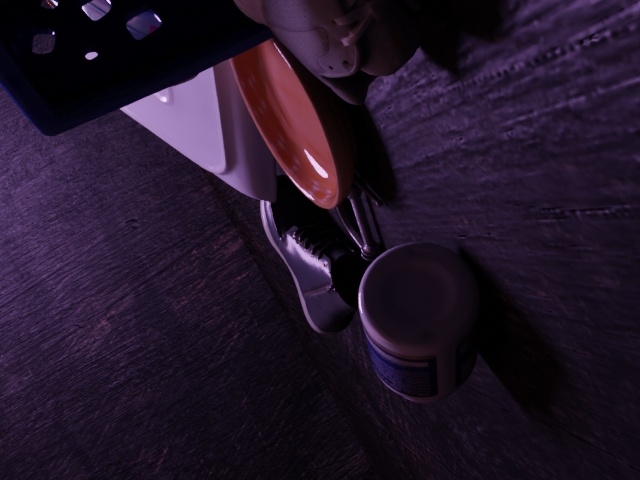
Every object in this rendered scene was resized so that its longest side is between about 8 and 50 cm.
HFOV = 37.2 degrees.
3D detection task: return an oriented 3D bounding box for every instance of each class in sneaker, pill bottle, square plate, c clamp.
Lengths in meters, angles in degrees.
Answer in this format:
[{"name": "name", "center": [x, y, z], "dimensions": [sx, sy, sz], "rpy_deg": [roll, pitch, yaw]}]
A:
[{"name": "sneaker", "center": [0.010, -0.149, 0.486], "dimensions": [0.121, 0.099, 0.262], "rpy_deg": [51, 179, 8]}, {"name": "pill bottle", "center": [0.085, 0.078, 0.794], "dimensions": [0.094, 0.094, 0.169], "rpy_deg": [56, 171, 27]}, {"name": "square plate", "center": [-0.195, -0.220, 1.075], "dimensions": [0.347, 0.049, 0.344], "rpy_deg": [35, 154, 20]}, {"name": "c clamp", "center": [0.033, -0.033, 0.984], "dimensions": [0.137, 0.022, 0.160], "rpy_deg": [54, 170, 34]}, {"name": "sneaker", "center": [0.000, 0.000, 1.193], "dimensions": [0.222, 0.083, 0.118], "rpy_deg": [65, 155, 12]}]

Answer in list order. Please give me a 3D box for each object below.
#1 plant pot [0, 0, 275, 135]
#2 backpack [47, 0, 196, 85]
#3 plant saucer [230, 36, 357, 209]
[{"name": "plant pot", "center": [-0.163, -0.252, 0.674], "dimensions": [0.236, 0.236, 0.212], "rpy_deg": [75, 169, -64]}, {"name": "backpack", "center": [-0.166, -0.229, 0.866], "dimensions": [0.182, 0.152, 0.115], "rpy_deg": [41, 139, 14]}, {"name": "plant saucer", "center": [-0.023, -0.124, 0.877], "dimensions": [0.200, 0.037, 0.200], "rpy_deg": [55, 165, 22]}]
